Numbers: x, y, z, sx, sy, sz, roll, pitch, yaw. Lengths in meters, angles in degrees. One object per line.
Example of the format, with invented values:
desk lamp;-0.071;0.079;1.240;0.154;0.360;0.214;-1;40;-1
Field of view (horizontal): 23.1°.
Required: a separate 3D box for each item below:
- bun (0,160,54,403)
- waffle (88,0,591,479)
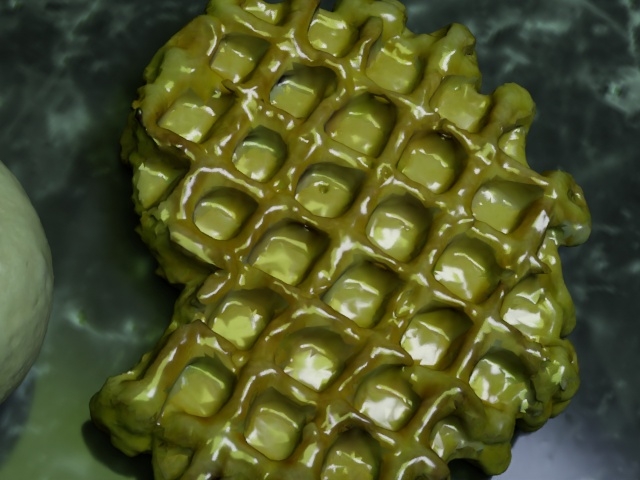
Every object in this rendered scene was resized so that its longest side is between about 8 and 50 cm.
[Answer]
bun;-0.200;0.020;0.613;0.188;0.111;0.164;-1;52;-11
waffle;0.000;0.000;0.693;0.249;0.056;0.253;-24;78;-21
